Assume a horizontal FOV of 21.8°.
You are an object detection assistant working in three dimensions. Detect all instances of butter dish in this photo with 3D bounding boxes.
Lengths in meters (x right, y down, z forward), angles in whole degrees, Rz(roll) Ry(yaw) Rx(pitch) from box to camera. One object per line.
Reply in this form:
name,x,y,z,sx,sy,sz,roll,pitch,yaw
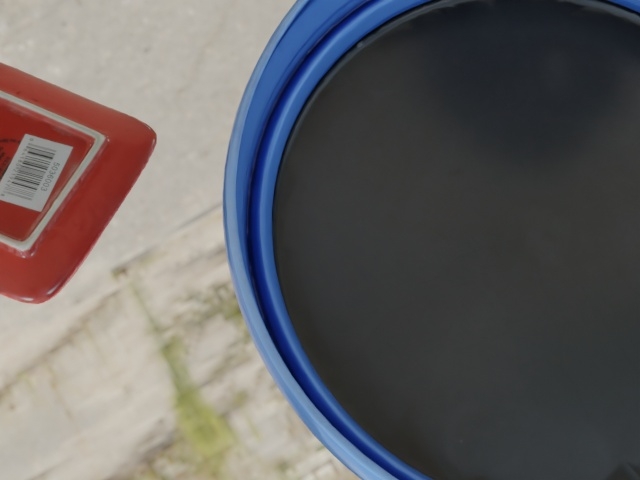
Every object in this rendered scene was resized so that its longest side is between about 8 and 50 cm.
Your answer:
butter dish,-0.209,-0.021,1.145,0.160,0.160,0.118,-59,164,-29

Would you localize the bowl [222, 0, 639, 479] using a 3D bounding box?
bowl,0.138,-0.011,0.949,0.391,0.391,0.077,-27,167,-16
